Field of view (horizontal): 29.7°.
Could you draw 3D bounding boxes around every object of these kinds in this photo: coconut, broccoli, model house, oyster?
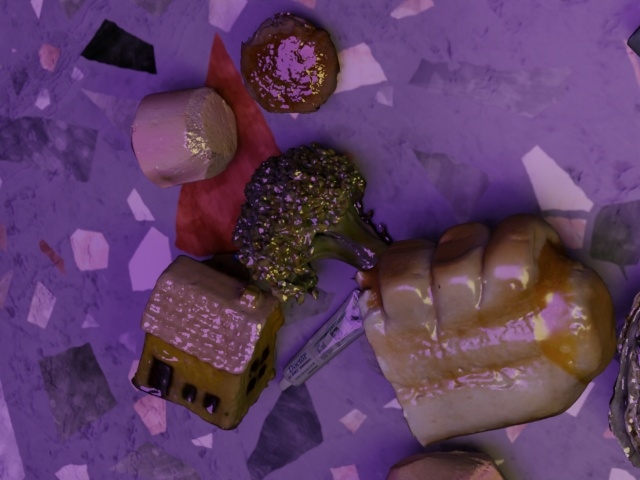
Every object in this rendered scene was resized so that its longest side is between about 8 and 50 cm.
[{"bbox_3d":[0.190,0.432,1.815,0.233,0.233,0.245,-35,95,27],"label":"coconut"},{"bbox_3d":[-0.013,-0.003,1.770,0.273,0.180,0.242,39,116,5],"label":"broccoli"},{"bbox_3d":[-0.216,-0.157,1.824,0.153,0.147,0.147,-8,104,21],"label":"coconut"},{"bbox_3d":[-0.162,0.135,1.859,0.193,0.175,0.234,25,125,16],"label":"model house"},{"bbox_3d":[0.484,0.171,1.644,0.158,0.162,0.350,15,114,28],"label":"oyster"}]

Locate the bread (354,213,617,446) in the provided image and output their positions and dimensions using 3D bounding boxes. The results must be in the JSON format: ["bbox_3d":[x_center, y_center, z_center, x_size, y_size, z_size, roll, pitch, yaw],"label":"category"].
[{"bbox_3d":[0.245,0.104,1.693,0.341,0.210,0.300,-20,110,25],"label":"bread"}]

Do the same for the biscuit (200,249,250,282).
[{"bbox_3d":[-0.158,0.067,1.941,0.119,0.019,0.130,34,116,8],"label":"biscuit"}]

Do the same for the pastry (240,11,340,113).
[{"bbox_3d":[-0.044,-0.253,1.755,0.153,0.081,0.153,5,105,20],"label":"pastry"}]

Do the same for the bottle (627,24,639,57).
[{"bbox_3d":[0.522,-0.186,1.556,0.286,0.082,0.082,44,117,2],"label":"bottle"}]

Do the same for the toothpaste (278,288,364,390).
[{"bbox_3d":[0.007,0.165,1.901,0.064,0.041,0.218,48,114,7],"label":"toothpaste"}]
